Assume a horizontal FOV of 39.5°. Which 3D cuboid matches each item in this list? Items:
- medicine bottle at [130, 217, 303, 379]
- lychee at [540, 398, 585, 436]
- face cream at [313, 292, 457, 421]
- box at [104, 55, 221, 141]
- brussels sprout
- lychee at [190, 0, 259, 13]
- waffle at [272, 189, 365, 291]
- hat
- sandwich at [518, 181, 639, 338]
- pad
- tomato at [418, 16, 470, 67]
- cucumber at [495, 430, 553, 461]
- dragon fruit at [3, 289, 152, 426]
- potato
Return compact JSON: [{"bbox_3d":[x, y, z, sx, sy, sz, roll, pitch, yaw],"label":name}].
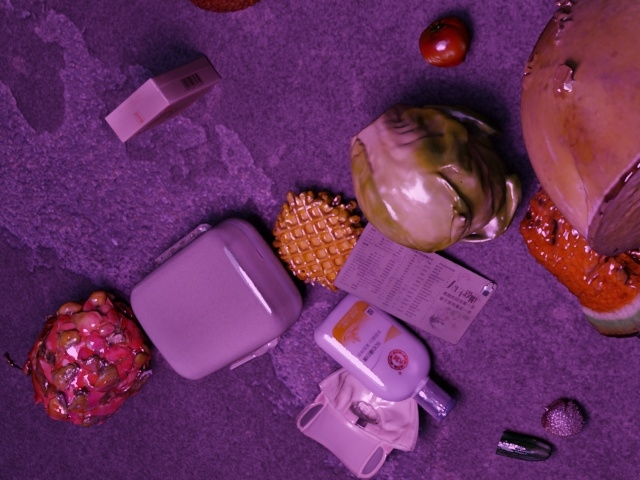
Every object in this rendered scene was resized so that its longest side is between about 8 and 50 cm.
[{"bbox_3d":[-0.217,0.125,1.787,0.375,0.123,0.282,-33,94,40],"label":"medicine bottle"},{"bbox_3d":[0.437,0.322,1.615,0.083,0.068,0.067,24,159,12],"label":"lychee"},{"bbox_3d":[0.130,0.228,1.686,0.291,0.144,0.071,43,159,7],"label":"face cream"},{"bbox_3d":[-0.289,-0.264,1.655,0.141,0.201,0.058,-32,97,32],"label":"box"},{"bbox_3d":[0.187,-0.104,1.458,0.294,0.259,0.227,42,127,5],"label":"brussels sprout"},{"bbox_3d":[-0.169,-0.480,1.531,0.194,0.194,0.194,9,112,22],"label":"lychee"},{"bbox_3d":[0.000,0.000,1.697,0.193,0.070,0.197,18,118,18],"label":"waffle"},{"bbox_3d":[0.082,0.352,1.777,0.219,0.164,0.226,38,147,4],"label":"hat"},{"bbox_3d":[0.460,0.011,1.442,0.162,0.250,0.301,-38,79,-12],"label":"sandwich"},{"bbox_3d":[0.172,0.083,1.640,0.265,0.009,0.159,27,120,-3],"label":"pad"},{"bbox_3d":[0.206,-0.324,1.471,0.087,0.087,0.075,-13,130,29],"label":"tomato"},{"bbox_3d":[0.384,0.389,1.674,0.105,0.048,0.048,8,112,18],"label":"cucumber"},{"bbox_3d":[-0.501,0.239,1.925,0.269,0.250,0.291,40,128,28],"label":"dragon fruit"},{"bbox_3d":[0.480,-0.223,1.227,0.442,0.385,0.319,-22,64,-9],"label":"potato"}]
